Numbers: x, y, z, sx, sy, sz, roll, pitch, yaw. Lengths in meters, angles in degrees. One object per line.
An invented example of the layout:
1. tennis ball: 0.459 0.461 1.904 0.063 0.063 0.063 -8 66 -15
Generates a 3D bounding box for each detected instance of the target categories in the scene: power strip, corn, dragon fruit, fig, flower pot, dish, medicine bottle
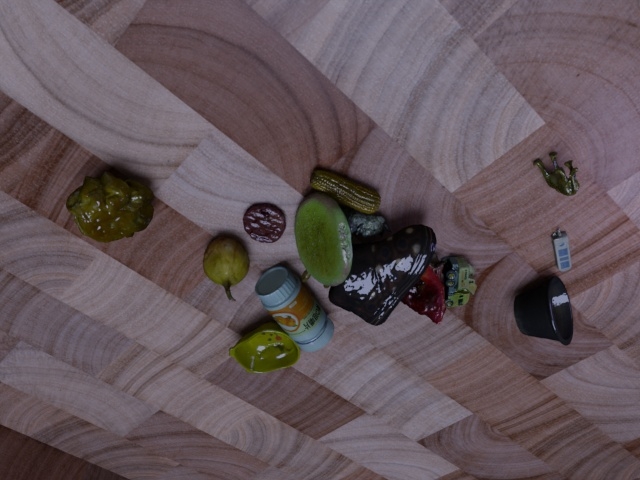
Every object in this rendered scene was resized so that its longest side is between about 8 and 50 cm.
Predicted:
1. power strip: 0.799 0.033 1.807 0.048 0.030 0.191 -16 127 14
2. corn: 0.077 -0.148 1.661 0.231 0.080 0.080 22 126 -13
3. dragon fruit: 0.347 0.136 1.845 0.262 0.134 0.211 36 113 19
4. fig: -0.301 0.106 1.780 0.159 0.257 0.159 -9 132 -10
5. flower pot: 0.763 0.250 1.887 0.148 0.235 0.235 -14 129 37
6. dish: -0.207 0.397 2.096 0.262 0.108 0.221 -25 124 19
7. medicine bottle: -0.091 0.242 1.935 0.158 0.158 0.318 -23 124 20

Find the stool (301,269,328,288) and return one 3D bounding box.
1. stool: 0.001 0.082 1.833 0.135 0.134 0.110 48 135 22

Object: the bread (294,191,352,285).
1. bread: -0.003 -0.002 1.671 0.045 0.301 0.301 -12 137 -32

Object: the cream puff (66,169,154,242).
1. cream puff: -0.634 -0.103 1.655 0.196 0.244 0.244 36 131 20

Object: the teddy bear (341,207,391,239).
1. teddy bear: 0.110 -0.054 1.736 0.213 0.111 0.133 -7 155 -22

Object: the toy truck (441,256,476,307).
1. toy truck: 0.476 0.138 1.874 0.116 0.085 0.191 -5 126 0

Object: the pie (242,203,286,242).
1. pie: -0.182 -0.056 1.777 0.154 0.038 0.153 2 132 3

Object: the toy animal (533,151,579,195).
1. toy animal: 0.700 -0.172 1.564 0.073 0.181 0.136 -33 110 4

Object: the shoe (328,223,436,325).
1. shoe: 0.178 0.079 1.717 0.237 0.171 0.384 27 117 -11
